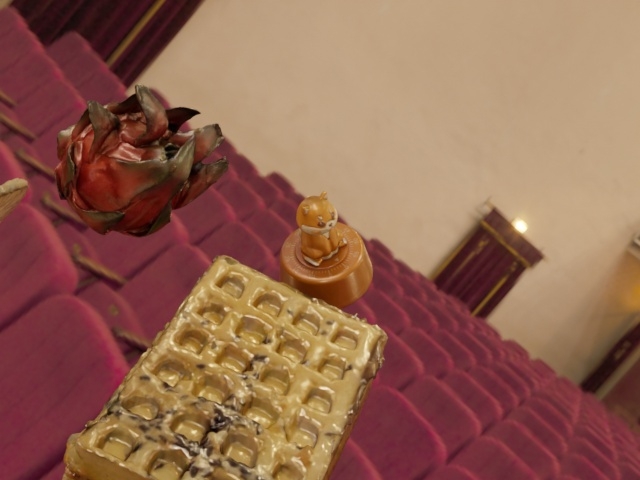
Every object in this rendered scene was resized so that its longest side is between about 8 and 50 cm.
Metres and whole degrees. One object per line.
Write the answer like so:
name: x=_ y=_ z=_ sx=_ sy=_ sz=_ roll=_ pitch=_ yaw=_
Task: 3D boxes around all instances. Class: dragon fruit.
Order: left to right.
dragon fruit: x=-0.165 y=-0.067 z=0.758 sx=0.142 sy=0.130 sz=0.121 roll=-24 pitch=-75 yaw=47

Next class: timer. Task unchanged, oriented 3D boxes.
timer: x=0.000 y=0.000 z=1.150 sx=0.132 sy=0.132 sz=0.152 roll=44 pitch=-25 yaw=37

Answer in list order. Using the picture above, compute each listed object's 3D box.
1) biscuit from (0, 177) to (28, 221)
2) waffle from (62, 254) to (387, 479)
biscuit: x=-0.354 y=-0.012 z=0.866 sx=0.020 sy=0.152 sz=0.152 roll=50 pitch=3 yaw=-6
waffle: x=-0.092 y=0.185 z=0.974 sx=0.261 sy=0.114 sz=0.376 roll=28 pitch=36 yaw=5
